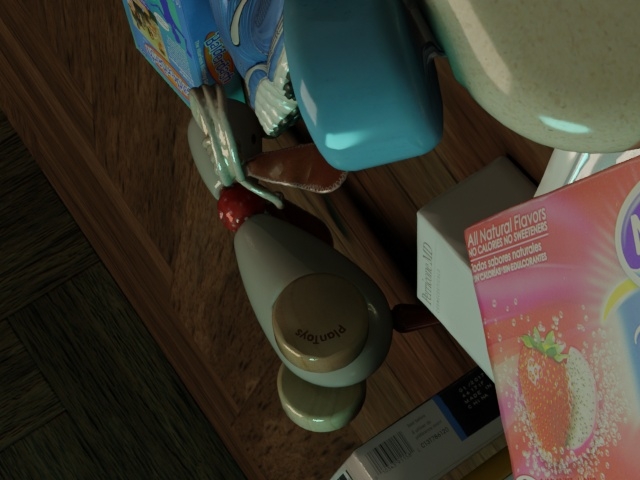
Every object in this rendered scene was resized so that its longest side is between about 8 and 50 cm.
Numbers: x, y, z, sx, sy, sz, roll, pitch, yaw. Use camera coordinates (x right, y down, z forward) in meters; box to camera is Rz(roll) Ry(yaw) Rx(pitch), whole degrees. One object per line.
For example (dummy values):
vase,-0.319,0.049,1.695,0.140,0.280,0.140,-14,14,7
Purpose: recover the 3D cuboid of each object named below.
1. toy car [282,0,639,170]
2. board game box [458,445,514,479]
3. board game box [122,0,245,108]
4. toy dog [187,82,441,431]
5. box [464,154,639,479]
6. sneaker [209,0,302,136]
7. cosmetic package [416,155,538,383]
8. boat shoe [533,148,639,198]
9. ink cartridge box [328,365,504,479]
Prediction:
toy car,0.097,-0.156,0.515,0.238,0.219,0.210,-60,-46,-70
board game box,0.131,0.326,1.039,0.242,0.316,0.064,59,165,-4
board game box,-0.146,-0.226,1.307,0.160,0.047,0.210,48,162,29
toy dog,0.000,0.000,1.201,0.220,0.161,0.334,132,119,-77
box,0.189,0.025,0.444,0.300,0.154,0.142,153,106,-68
sneaker,-0.022,-0.175,0.880,0.147,0.129,0.330,55,165,0
cosmetic package,0.162,0.067,0.874,0.231,0.085,0.117,47,161,28
boat shoe,0.160,-0.011,0.747,0.063,0.066,0.184,42,140,25
ink cartridge box,0.087,0.199,1.211,0.065,0.165,0.333,54,163,12
